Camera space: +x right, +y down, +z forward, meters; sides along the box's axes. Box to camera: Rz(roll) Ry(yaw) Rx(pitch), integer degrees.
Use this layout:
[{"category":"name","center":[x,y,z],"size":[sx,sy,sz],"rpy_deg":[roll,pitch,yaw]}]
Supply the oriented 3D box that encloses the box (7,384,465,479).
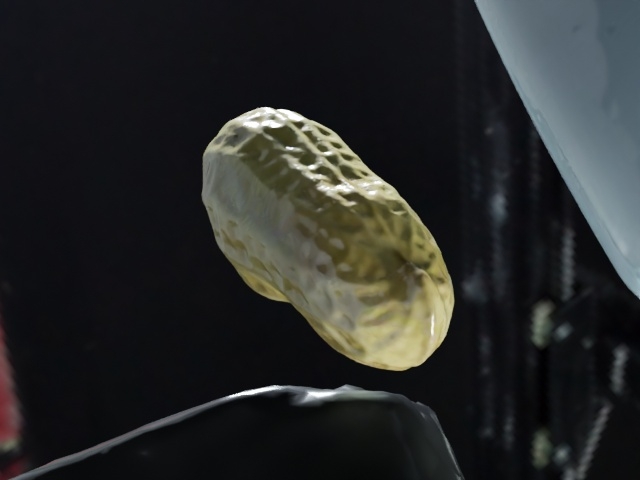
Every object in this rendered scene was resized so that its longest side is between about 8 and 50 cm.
[{"category":"box","center":[-0.099,0.178,0.596],"size":[0.350,0.359,0.091],"rpy_deg":[61,7,-61]}]

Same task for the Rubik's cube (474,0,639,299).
[{"category":"Rubik's cube","center":[0.301,-0.127,0.970],"size":[0.352,0.351,0.347],"rpy_deg":[-33,-128,19]}]

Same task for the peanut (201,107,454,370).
[{"category":"peanut","center":[0.000,0.000,1.015],"size":[0.194,0.083,0.093],"rpy_deg":[49,-65,40]}]
